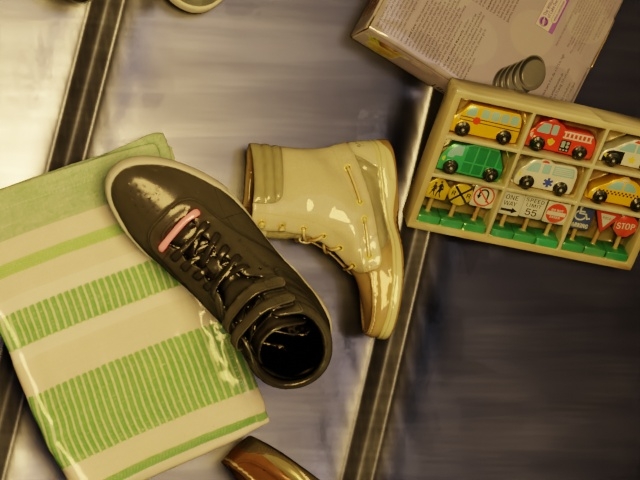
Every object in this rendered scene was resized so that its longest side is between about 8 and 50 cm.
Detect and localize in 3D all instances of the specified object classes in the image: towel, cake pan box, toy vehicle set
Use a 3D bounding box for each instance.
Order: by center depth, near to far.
[{"bbox_3d":[-0.202,0.077,1.894,0.247,0.038,0.325,-23,94,-32],"label":"towel"},{"bbox_3d":[0.238,-0.069,2.017,0.266,0.035,0.166,10,117,-15],"label":"toy vehicle set"},{"bbox_3d":[0.198,-0.275,2.041,0.245,0.070,0.267,29,80,-15],"label":"cake pan box"}]

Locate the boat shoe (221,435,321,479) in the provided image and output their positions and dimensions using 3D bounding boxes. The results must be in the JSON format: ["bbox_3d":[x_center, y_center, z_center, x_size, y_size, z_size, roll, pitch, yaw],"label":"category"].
[{"bbox_3d":[0.012,0.343,1.935,0.120,0.122,0.324,-45,99,-10],"label":"boat shoe"}]

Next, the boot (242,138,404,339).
[{"bbox_3d":[0.000,0.000,1.967,0.165,0.077,0.213,-1,83,-17],"label":"boot"}]

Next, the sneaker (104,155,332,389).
[{"bbox_3d":[-0.089,0.032,1.850,0.104,0.147,0.296,-45,108,5],"label":"sneaker"}]

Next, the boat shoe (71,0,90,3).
[{"bbox_3d":[-0.213,-0.272,1.901,0.183,0.065,0.083,20,89,16],"label":"boat shoe"}]

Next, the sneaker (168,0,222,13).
[{"bbox_3d":[-0.067,-0.375,1.908,0.123,0.178,0.296,24,82,-13],"label":"sneaker"}]
